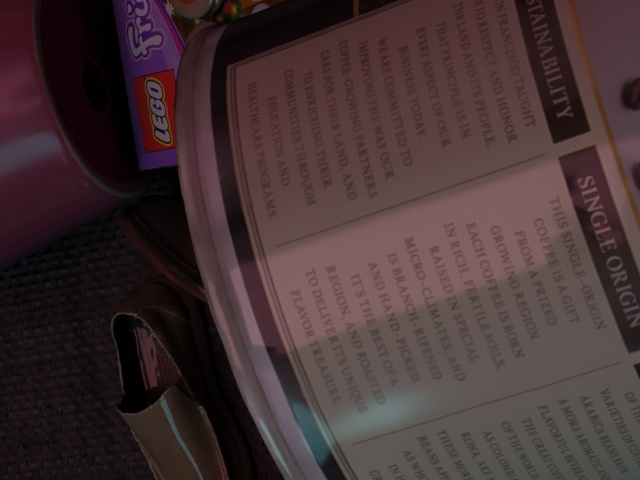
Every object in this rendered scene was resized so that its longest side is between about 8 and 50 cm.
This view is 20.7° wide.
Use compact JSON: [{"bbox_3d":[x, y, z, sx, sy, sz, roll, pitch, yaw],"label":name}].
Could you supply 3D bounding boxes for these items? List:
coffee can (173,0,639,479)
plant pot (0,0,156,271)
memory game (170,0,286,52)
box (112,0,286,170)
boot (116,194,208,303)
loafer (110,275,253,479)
[{"bbox_3d":[0.118,-0.024,0.577,0.275,0.201,0.201,-19,87,15],"label":"coffee can"},{"bbox_3d":[-0.190,-0.063,0.911,0.180,0.201,0.201,-15,89,21],"label":"plant pot"},{"bbox_3d":[-0.008,-0.112,0.756,0.186,0.012,0.186,13,109,44],"label":"memory game"},{"bbox_3d":[-0.031,-0.186,0.820,0.201,0.057,0.293,-5,95,50],"label":"box"},{"bbox_3d":[0.000,0.000,0.861,0.219,0.082,0.106,29,93,31],"label":"boot"},{"bbox_3d":[-0.080,0.094,0.933,0.056,0.050,0.148,-22,85,36],"label":"loafer"}]
